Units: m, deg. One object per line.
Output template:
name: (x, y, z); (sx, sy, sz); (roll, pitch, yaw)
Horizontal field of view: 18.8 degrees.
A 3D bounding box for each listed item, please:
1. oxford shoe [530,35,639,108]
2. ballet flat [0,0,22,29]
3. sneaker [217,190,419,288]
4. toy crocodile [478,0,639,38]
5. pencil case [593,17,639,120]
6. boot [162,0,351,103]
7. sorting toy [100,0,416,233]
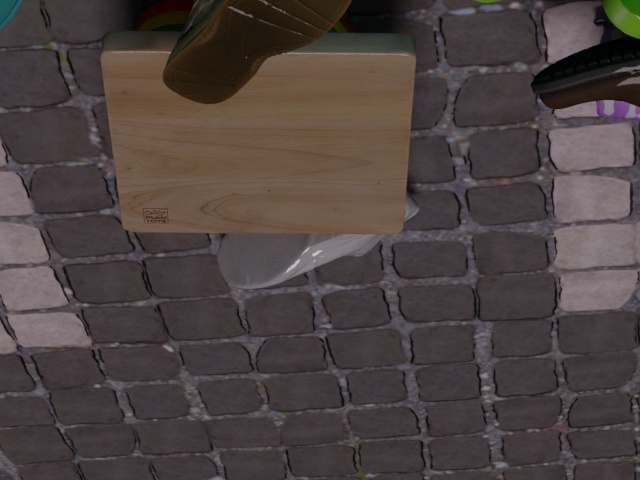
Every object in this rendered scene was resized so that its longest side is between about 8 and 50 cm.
oxford shoe: (0.285, -0.120, 1.560); (0.227, 0.083, 0.096); (-5, 108, 14)
ballet flat: (-0.268, -0.298, 1.391); (0.139, 0.139, 0.400); (3, 151, -5)
sneaker: (0.000, 0.000, 1.876); (0.212, 0.080, 0.094); (-21, 158, 31)
toy crocodile: (0.204, -0.244, 1.503); (0.341, 0.105, 0.115); (12, 144, -9)
pencil case: (0.330, -0.136, 1.635); (0.206, 0.086, 0.088); (8, 178, 9)
boot: (-0.039, -0.216, 1.474); (0.077, 0.165, 0.213); (27, 144, -25)
sorting toy: (-0.051, -0.115, 1.688); (0.257, 0.089, 0.255); (1, 145, 0)
